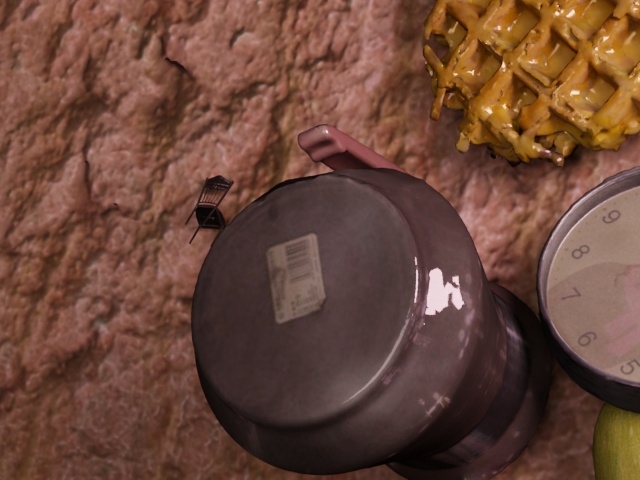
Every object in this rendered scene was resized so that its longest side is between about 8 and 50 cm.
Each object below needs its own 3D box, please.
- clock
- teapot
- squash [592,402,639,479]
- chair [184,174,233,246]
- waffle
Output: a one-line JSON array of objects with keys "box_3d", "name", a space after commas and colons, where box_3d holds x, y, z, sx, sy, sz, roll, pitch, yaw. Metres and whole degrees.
[{"box_3d": [0.353, 0.042, 1.634, 0.281, 0.055, 0.280, -10, 54, 14], "name": "clock"}, {"box_3d": [0.060, 0.074, 1.643, 0.306, 0.362, 0.376, -20, 63, 22], "name": "teapot"}, {"box_3d": [0.343, 0.257, 1.623, 0.132, 0.132, 0.247, -21, 70, 18], "name": "squash"}, {"box_3d": [-0.129, -0.033, 1.912, 0.037, 0.042, 0.086, 7, 48, 22], "name": "chair"}, {"box_3d": [0.274, -0.269, 1.732, 0.382, 0.095, 0.379, -10, 75, 32], "name": "waffle"}]
